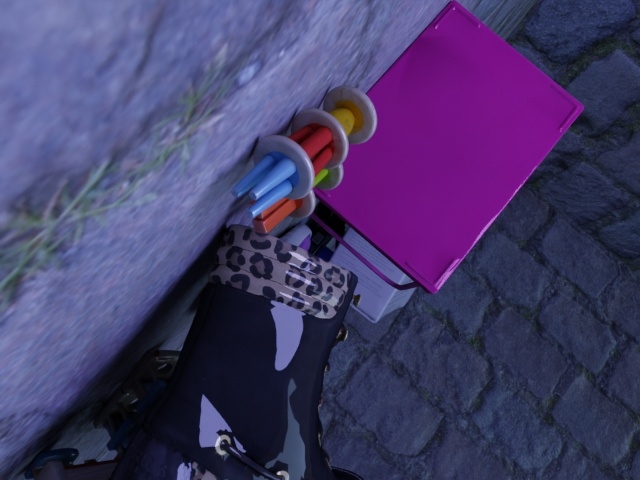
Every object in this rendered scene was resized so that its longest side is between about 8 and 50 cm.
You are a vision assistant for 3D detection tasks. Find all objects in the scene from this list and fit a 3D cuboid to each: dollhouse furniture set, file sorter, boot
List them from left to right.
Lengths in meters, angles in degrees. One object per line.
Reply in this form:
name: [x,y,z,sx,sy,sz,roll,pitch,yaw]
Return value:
dollhouse furniture set: [-0.214,0.205,0.534,0.129,0.129,0.184,-51,147,10]
boot: [-0.026,0.173,0.536,0.377,0.138,0.284,33,70,-46]
file sorter: [0.133,-0.102,0.649,0.290,0.202,0.182,-49,178,-10]

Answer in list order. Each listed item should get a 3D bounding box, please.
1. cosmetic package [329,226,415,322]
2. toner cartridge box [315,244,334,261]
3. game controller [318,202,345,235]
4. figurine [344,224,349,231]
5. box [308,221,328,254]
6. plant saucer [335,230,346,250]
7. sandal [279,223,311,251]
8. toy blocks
cosmetic package: [0.182,-0.044,1.021,0.385,0.156,0.217,-60,160,17]
toner cartridge box: [-0.023,0.113,1.293,0.165,0.075,0.348,-50,178,-8]
game controller: [0.108,-0.143,1.008,0.319,0.067,0.166,-50,177,-4]
figurine: [0.157,-0.069,1.242,0.215,0.209,0.092,-51,176,28]
box: [-0.039,0.032,1.204,0.233,0.044,0.159,-51,178,27]
plant saucer: [0.071,0.022,1.437,0.278,0.041,0.277,-177,-90,-87]
sandal: [-0.072,0.078,0.792,0.169,0.102,0.416,-48,179,14]
toy blocks: [-0.025,-0.050,0.407,0.148,0.054,0.123,-47,175,-40]
